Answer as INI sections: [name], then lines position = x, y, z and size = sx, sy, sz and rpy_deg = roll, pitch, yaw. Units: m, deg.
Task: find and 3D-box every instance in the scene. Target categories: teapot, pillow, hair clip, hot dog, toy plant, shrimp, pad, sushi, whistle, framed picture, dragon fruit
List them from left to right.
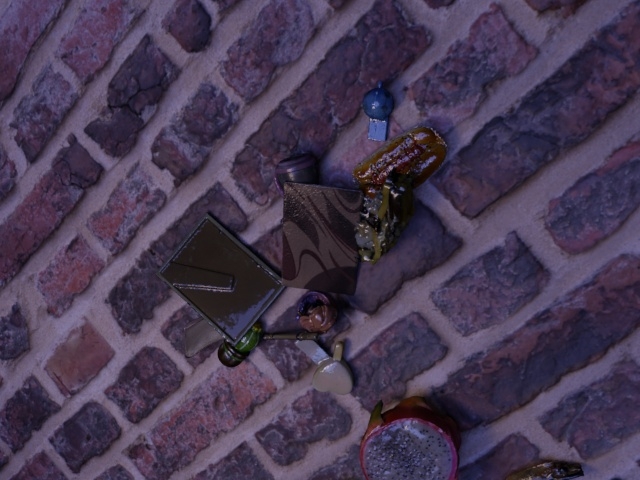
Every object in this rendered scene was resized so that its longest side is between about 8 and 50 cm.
[pillow]
position = -0.343, 0.274, 1.916
size = 0.232, 0.038, 0.131
rpy_deg = -32, 49, 24
[framed picture]
position = -0.297, 0.114, 1.850
size = 0.335, 0.022, 0.247
rpy_deg = 40, 89, 11
[toy plant]
position = -0.240, 0.308, 1.883
size = 0.093, 0.093, 0.162
rpy_deg = 43, 111, 8
[teapot]
position = -0.069, -0.157, 1.722
size = 0.148, 0.116, 0.146
rpy_deg = -11, 107, 17
[pad]
position = 0.000, 0.000, 1.722
size = 0.220, 0.004, 0.330
rpy_deg = 7, 117, 8
[hair clip]
position = 0.021, 0.355, 1.817
size = 0.159, 0.071, 0.218
rpy_deg = -43, 89, 19
[whistle]
position = 0.149, -0.337, 1.621
size = 0.090, 0.090, 0.158
rpy_deg = 10, 103, 18
[sushi]
position = 0.171, -0.064, 1.618
size = 0.131, 0.139, 0.291
rpy_deg = 26, 134, 16
[hot dog]
position = 0.209, -0.197, 1.632
size = 0.268, 0.075, 0.144
rpy_deg = -31, 89, 21
[dragon fruit]
position = 0.253, 0.571, 1.717
size = 0.290, 0.189, 0.291
rpy_deg = 2, 103, 11
[shrimp]
position = 0.604, 0.684, 1.676
size = 0.253, 0.058, 0.173
rpy_deg = -28, 98, 26

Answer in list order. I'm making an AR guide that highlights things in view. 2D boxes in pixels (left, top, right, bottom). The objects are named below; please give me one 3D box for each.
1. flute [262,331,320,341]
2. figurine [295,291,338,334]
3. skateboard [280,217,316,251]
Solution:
[flute]
position = -0.088, 0.280, 1.810
size = 0.233, 0.027, 0.027
rpy_deg = -9, 98, 45
[figurine]
position = 0.001, 0.217, 1.751
size = 0.126, 0.157, 0.114
rpy_deg = -3, 107, -21
[skateboard]
position = -0.036, -0.033, 1.767
size = 0.080, 0.067, 0.151
rpy_deg = -44, 90, 12
